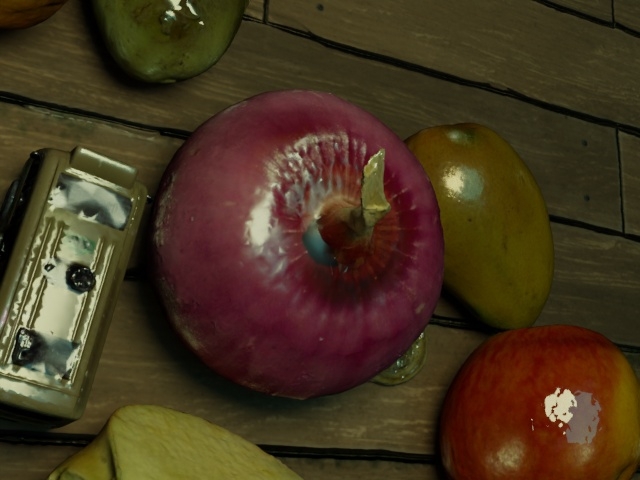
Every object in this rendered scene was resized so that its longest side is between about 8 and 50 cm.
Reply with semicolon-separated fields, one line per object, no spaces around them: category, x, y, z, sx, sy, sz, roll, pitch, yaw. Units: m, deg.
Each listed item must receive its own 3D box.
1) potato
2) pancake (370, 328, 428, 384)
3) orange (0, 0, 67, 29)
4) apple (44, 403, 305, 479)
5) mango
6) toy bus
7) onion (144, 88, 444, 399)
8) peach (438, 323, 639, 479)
potato;-0.175;-0.333;1.114;0.210;0.173;0.307;17;67;-28
pancake;0.094;0.128;1.249;0.139;0.022;0.139;7;75;-30
orange;-0.335;-0.357;0.975;0.183;0.249;0.249;22;67;-43
apple;-0.134;0.332;0.935;0.309;0.252;0.314;34;64;29
mango;0.216;-0.021;1.275;0.211;0.173;0.317;-44;108;-30
toy bus;-0.280;0.042;0.969;0.139;0.157;0.289;23;68;-25
onion;-0.014;0.015;1.055;0.358;0.345;0.358;-9;115;-21
peach;0.291;0.247;1.205;0.281;0.238;0.281;2;74;-6
